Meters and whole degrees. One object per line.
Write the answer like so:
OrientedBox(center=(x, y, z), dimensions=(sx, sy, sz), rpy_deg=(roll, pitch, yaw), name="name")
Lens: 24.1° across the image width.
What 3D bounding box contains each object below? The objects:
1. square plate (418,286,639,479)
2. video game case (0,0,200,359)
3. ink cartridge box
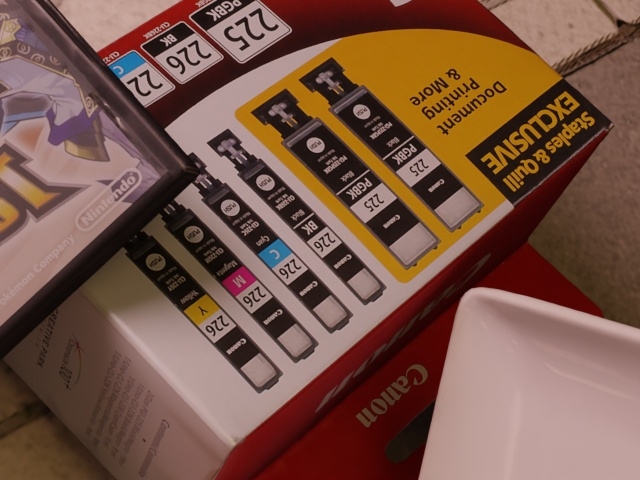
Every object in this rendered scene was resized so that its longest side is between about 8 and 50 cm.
OrientedBox(center=(0.161, 0.218, 0.640), dimensions=(0.049, 0.347, 0.344), rpy_deg=(11, 92, -43), name="square plate")
OrientedBox(center=(-0.236, -0.030, 0.671), dimensions=(0.275, 0.035, 0.248), rpy_deg=(-42, 84, 5), name="video game case")
OrientedBox(center=(0.000, 0.000, 0.798), dimensions=(0.272, 0.130, 0.309), rpy_deg=(44, 56, 11), name="ink cartridge box")
